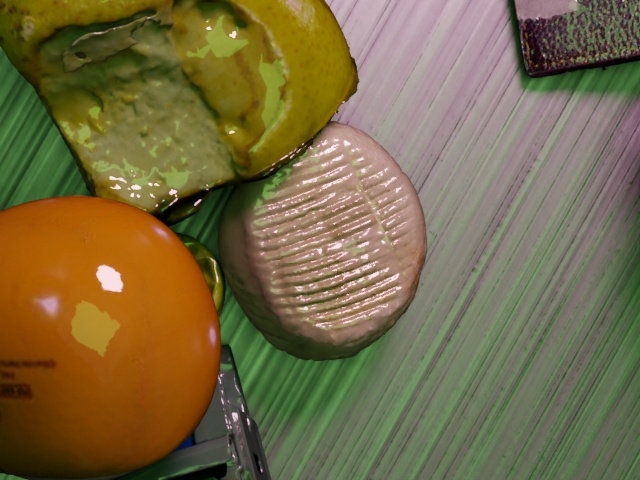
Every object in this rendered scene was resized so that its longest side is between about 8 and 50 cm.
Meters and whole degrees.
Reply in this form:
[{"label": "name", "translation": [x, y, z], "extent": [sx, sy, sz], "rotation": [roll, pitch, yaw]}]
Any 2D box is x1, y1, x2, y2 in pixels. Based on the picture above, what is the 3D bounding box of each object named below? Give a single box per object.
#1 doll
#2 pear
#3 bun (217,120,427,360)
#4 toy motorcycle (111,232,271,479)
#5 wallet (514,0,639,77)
[{"label": "doll", "translation": [-0.157, 0.055, 1.171], "extent": [0.213, 0.236, 0.213], "rotation": [11, 116, 24]}, {"label": "pear", "translation": [-0.115, -0.168, 1.234], "extent": [0.238, 0.164, 0.255], "rotation": [-26, 118, 0]}, {"label": "bun", "translation": [0.000, 0.000, 1.320], "extent": [0.164, 0.111, 0.188], "rotation": [-26, 97, -13]}, {"label": "toy motorcycle", "translation": [-0.137, 0.166, 1.293], "extent": [0.200, 0.191, 0.326], "rotation": [-18, 76, 2]}, {"label": "wallet", "translation": [0.281, -0.259, 1.353], "extent": [0.262, 0.071, 0.221], "rotation": [-9, 96, 9]}]
